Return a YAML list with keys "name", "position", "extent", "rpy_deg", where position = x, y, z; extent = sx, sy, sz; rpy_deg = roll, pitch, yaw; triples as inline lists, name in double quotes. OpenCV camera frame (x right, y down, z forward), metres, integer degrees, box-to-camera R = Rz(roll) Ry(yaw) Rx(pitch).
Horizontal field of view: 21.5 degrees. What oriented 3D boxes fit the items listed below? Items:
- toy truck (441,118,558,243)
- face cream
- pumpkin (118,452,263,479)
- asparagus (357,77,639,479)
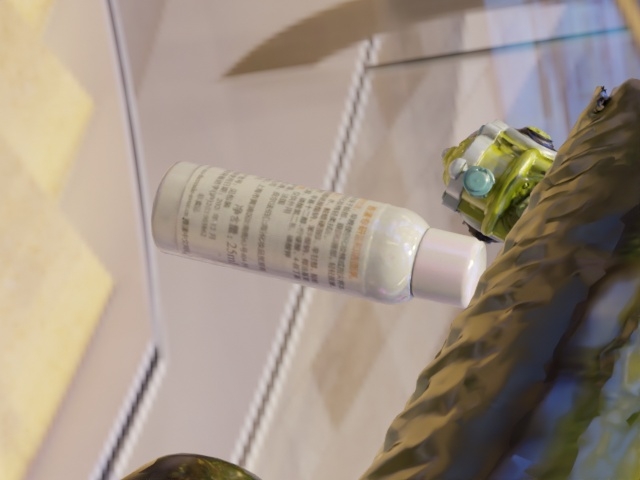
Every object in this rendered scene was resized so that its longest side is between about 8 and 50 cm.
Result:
- name: "toy truck"
  position: [0.118, -0.023, 0.980]
  extent: [0.076, 0.111, 0.077]
  rpy_deg: [-63, 168, 13]
- name: "face cream"
  position: [0.000, 0.000, 1.348]
  extent: [0.082, 0.269, 0.082]
  rpy_deg: [14, 90, -73]
- name: "pumpkin"
  position: [-0.072, 0.302, 0.930]
  extent: [0.242, 0.232, 0.325]
  rpy_deg: [-1, 114, -48]
- name: "asparagus"
  position: [0.065, 0.086, 0.491]
  extent: [0.108, 0.128, 0.382]
  rpy_deg: [55, 49, -26]
